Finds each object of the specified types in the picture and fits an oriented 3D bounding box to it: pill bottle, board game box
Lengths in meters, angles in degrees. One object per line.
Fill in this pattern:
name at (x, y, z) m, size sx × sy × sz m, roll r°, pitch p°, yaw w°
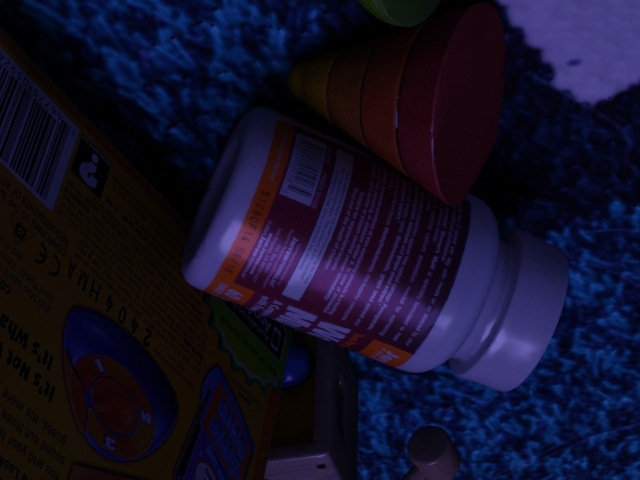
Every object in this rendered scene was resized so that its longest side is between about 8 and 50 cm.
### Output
pill bottle at (0.035, 0.011, 0.908) m, size 0.221 × 0.121 × 0.121 m, roll 23°, pitch 135°, yaw -11°
board game box at (-0.282, 0.137, 0.899) m, size 0.356 × 0.356 × 0.356 m, roll -14°, pitch 136°, yaw 29°

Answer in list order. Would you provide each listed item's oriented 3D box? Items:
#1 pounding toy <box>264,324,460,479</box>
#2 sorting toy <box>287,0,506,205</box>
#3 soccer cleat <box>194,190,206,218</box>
pounding toy at (-0.007, 0.148, 1.060) m, size 0.206 × 0.181 × 0.094 m, roll -9°, pitch 136°, yaw 12°
sorting toy at (0.007, -0.167, 0.787) m, size 0.126 × 0.127 × 0.365 m, roll 11°, pitch 145°, yaw 26°
soccer cleat at (0.000, 0.000, 0.989) m, size 0.179 × 0.060 × 0.072 m, roll 3°, pitch 137°, yaw 3°
